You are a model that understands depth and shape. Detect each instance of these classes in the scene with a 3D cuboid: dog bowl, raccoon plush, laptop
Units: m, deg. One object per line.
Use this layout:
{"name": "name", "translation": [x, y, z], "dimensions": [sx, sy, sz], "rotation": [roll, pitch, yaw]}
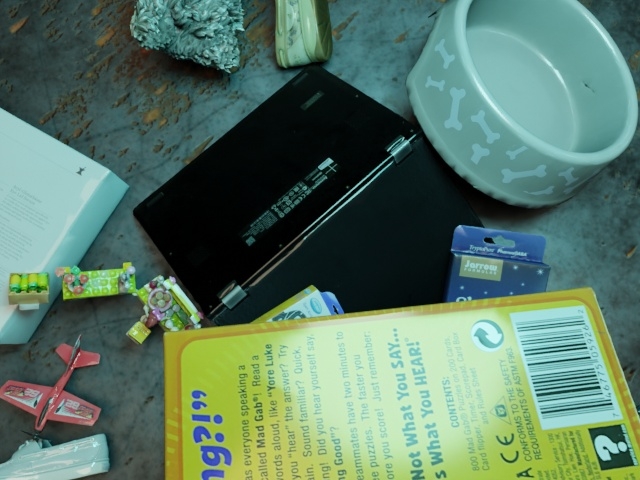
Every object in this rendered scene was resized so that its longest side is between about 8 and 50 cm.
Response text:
{"name": "dog bowl", "translation": [0.295, -0.224, 0.758], "dimensions": [0.349, 0.102, 0.348], "rotation": [8, 67, -19]}
{"name": "raccoon plush", "translation": [-0.165, -0.451, 0.711], "dimensions": [0.216, 0.446, 0.299], "rotation": [3, 66, -13]}
{"name": "laptop", "translation": [0.000, 0.000, 0.822], "dimensions": [0.382, 0.236, 0.408], "rotation": [-41, 54, -8]}

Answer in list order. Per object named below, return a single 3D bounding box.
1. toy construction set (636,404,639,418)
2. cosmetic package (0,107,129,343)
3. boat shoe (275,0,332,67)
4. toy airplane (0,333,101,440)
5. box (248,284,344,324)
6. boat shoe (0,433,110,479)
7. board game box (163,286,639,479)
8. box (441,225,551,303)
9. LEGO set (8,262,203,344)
{"name": "toy construction set", "translation": [0.462, 0.361, 0.630], "dimensions": [0.257, 0.309, 0.237], "rotation": [37, 86, 14]}
{"name": "cosmetic package", "translation": [-0.528, -0.063, 0.789], "dimensions": [0.377, 0.097, 0.284], "rotation": [30, 83, 4]}
{"name": "boat shoe", "translation": [-0.047, -0.420, 0.839], "dimensions": [0.089, 0.104, 0.285], "rotation": [-7, 90, 20]}
{"name": "toy airplane", "translation": [-0.374, 0.208, 0.763], "dimensions": [0.151, 0.028, 0.151], "rotation": [0, 66, 0]}
{"name": "box", "translation": [-0.033, 0.120, 0.702], "dimensions": [0.136, 0.028, 0.081], "rotation": [-31, 110, -13]}
{"name": "boat shoe", "translation": [-0.389, 0.306, 0.742], "dimensions": [0.184, 0.066, 0.063], "rotation": [-10, 66, 0]}
{"name": "board game box", "translation": [0.064, 0.285, 0.509], "dimensions": [0.356, 0.356, 0.356], "rotation": [-5, 65, -7]}
{"name": "box", "translation": [0.242, 0.097, 0.763], "dimensions": [0.136, 0.036, 0.225], "rotation": [7, 97, 1]}
{"name": "LEGO set", "translation": [-0.261, 0.085, 0.717], "dimensions": [0.287, 0.107, 0.132], "rotation": [33, 67, -17]}
